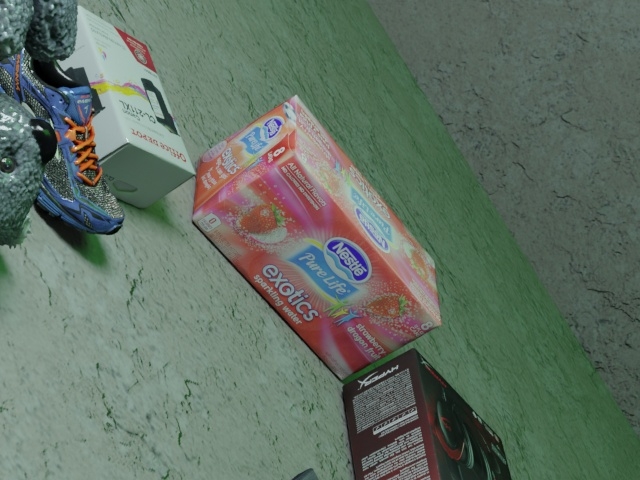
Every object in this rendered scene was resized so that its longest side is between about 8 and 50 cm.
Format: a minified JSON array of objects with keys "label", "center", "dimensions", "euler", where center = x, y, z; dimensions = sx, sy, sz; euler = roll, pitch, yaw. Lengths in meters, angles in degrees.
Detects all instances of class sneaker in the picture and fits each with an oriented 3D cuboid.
[{"label":"sneaker","center":[-0.243,-0.104,1.273],"dimensions":[0.221,0.087,0.083],"euler":[59,19,0]}]

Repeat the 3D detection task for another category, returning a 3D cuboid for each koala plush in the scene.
[{"label":"koala plush","center":[-0.284,-0.093,1.073],"dimensions":[0.196,0.203,0.221],"euler":[-64,143,-82]}]

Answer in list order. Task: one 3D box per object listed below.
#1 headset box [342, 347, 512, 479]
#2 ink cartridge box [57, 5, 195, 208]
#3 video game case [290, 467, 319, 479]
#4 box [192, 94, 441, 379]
[{"label":"headset box","center":[0.140,0.305,1.586],"dimensions":[0.218,0.110,0.293],"euler":[47,22,-34]},{"label":"ink cartridge box","center":[-0.213,-0.135,1.420],"dimensions":[0.127,0.072,0.175],"euler":[25,37,-60]},{"label":"video game case","center":[0.022,0.366,1.324],"dimensions":[0.274,0.026,0.196],"euler":[59,18,4]},{"label":"box","center":[0.000,0.000,1.635],"dimensions":[0.300,0.154,0.142],"euler":[50,20,-28]}]
